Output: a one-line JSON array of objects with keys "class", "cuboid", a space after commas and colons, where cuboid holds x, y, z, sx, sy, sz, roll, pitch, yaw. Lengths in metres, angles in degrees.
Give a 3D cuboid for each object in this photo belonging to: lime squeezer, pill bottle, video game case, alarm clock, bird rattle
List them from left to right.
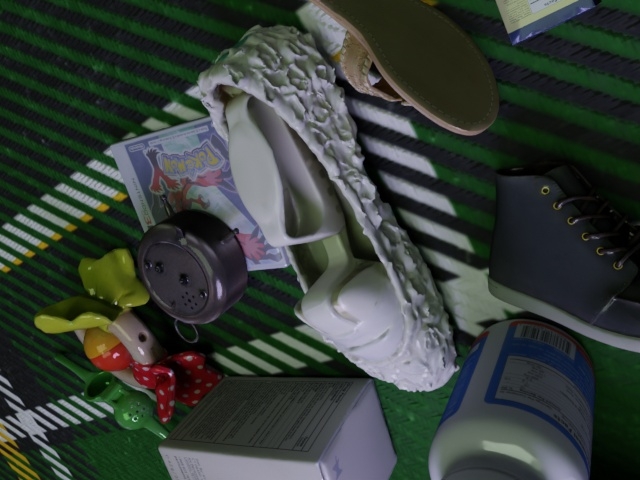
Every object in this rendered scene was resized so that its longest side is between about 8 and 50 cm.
[{"class": "lime squeezer", "cuboid": [-0.305, 0.240, 0.883, 0.310, 0.110, 0.059, 30, 80, 12]}, {"class": "bird rattle", "cuboid": [-0.263, 0.139, 0.799, 0.206, 0.143, 0.253, -15, 123, 49]}, {"class": "alarm clock", "cuboid": [-0.156, 0.051, 0.682, 0.129, 0.064, 0.192, 23, 126, 18]}, {"class": "video game case", "cuboid": [-0.143, -0.046, 0.677, 0.201, 0.023, 0.184, -7, 110, 31]}, {"class": "pill bottle", "cuboid": [0.164, 0.172, 0.491, 0.124, 0.221, 0.125, 12, 119, 24]}]

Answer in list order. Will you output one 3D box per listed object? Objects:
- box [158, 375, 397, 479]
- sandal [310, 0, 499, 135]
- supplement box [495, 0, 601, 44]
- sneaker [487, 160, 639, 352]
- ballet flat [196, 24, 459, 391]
[{"class": "box", "cuboid": [-0.048, 0.257, 0.694, 0.232, 0.148, 0.127, -7, 110, 32]}, {"class": "sandal", "cuboid": [0.050, -0.167, 0.497, 0.240, 0.088, 0.079, 47, 158, 9]}, {"class": "supplement box", "cuboid": [0.154, -0.193, 0.405, 0.056, 0.083, 0.083, -18, 103, 34]}, {"class": "sneaker", "cuboid": [0.216, 0.005, 0.432, 0.222, 0.083, 0.118, 14, 118, 51]}, {"class": "ballet flat", "cuboid": [0.000, 0.000, 0.555, 0.146, 0.147, 0.409, -19, 103, 34]}]
